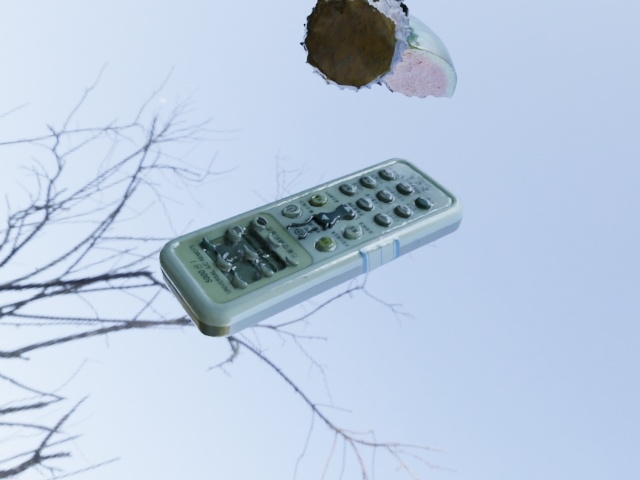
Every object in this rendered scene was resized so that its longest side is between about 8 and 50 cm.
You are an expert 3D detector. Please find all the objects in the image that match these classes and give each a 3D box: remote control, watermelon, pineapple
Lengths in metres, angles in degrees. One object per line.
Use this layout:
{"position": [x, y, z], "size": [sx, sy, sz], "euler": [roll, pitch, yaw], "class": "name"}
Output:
{"position": [0.000, 0.000, 0.693], "size": [0.128, 0.335, 0.065], "euler": [46, -34, 35], "class": "remote control"}
{"position": [0.174, -0.372, 1.195], "size": [0.128, 0.231, 0.146], "euler": [-12, -113, 24], "class": "watermelon"}
{"position": [0.055, -0.253, 0.752], "size": [0.125, 0.251, 0.125], "euler": [7, -59, 11], "class": "pineapple"}
